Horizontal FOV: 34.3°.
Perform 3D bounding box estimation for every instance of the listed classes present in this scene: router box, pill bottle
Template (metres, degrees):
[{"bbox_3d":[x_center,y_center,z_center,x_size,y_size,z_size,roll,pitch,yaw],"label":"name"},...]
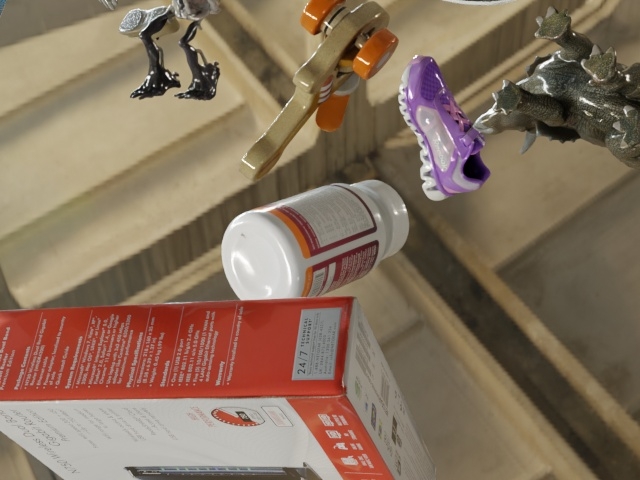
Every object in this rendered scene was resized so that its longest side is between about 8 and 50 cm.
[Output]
[{"bbox_3d":[-0.078,0.168,0.887,0.301,0.335,0.082,-4,-124,16],"label":"router box"},{"bbox_3d":[0.000,0.000,1.223,0.121,0.121,0.221,34,-145,29],"label":"pill bottle"}]

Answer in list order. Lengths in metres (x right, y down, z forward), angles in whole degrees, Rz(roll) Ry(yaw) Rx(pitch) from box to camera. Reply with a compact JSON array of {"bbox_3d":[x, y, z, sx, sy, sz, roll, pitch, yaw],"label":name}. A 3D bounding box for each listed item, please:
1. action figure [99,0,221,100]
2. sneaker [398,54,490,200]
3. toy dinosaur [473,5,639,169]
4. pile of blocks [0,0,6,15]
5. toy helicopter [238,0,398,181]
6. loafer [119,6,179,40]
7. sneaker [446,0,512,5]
[{"bbox_3d":[-0.194,-0.319,1.355,0.164,0.275,0.141,9,-155,19],"label":"action figure"},{"bbox_3d":[0.193,-0.168,1.548,0.104,0.236,0.095,6,-144,42],"label":"sneaker"},{"bbox_3d":[0.256,-0.112,0.890,0.160,0.121,0.313,12,-170,-47],"label":"toy dinosaur"},{"bbox_3d":[-0.304,-0.282,0.836,0.149,0.112,0.362,-1,-114,-31],"label":"pile of blocks"},{"bbox_3d":[-0.011,-0.243,1.706,0.140,0.355,0.235,41,-166,6],"label":"toy helicopter"},{"bbox_3d":[-0.310,-0.386,1.879,0.148,0.050,0.056,8,-112,46],"label":"loafer"},{"bbox_3d":[0.163,-0.252,0.847,0.296,0.104,0.147,5,-169,38],"label":"sneaker"}]
